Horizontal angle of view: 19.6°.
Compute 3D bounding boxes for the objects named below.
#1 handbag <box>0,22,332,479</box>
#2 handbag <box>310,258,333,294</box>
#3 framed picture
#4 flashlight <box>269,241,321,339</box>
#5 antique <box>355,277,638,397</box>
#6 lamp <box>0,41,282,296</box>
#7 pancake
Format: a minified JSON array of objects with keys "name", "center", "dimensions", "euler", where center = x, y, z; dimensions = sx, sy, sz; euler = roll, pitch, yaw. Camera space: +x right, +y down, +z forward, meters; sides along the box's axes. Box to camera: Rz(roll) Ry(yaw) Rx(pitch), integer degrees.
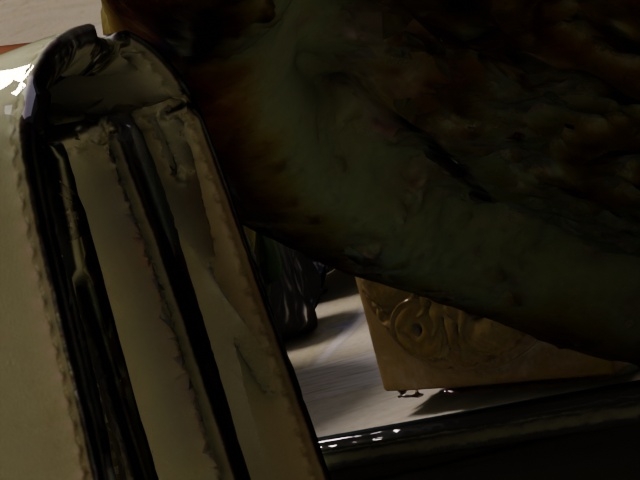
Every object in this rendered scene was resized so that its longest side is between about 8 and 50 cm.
[{"name":"handbag","center":[-0.189,0.089,0.605],"dimensions":[0.358,0.237,0.160],"euler":[-15,6,21]},{"name":"handbag","center":[-0.019,-0.078,1.445],"dimensions":[0.127,0.229,0.208],"euler":[-1,15,17]},{"name":"framed picture","center":[0.072,0.071,0.725],"dimensions":[0.347,0.016,0.265],"euler":[-14,-6,30]},{"name":"flashlight","center":[-0.201,0.074,1.334],"dimensions":[0.424,0.103,0.103],"euler":[-17,7,20]},{"name":"antique","center":[0.100,-0.005,0.948],"dimensions":[0.146,0.152,0.148],"euler":[-10,8,37]},{"name":"lamp","center":[-0.164,0.019,1.114],"dimensions":[0.250,0.250,0.284],"euler":[-23,-16,-34]},{"name":"pancake","center":[0.090,-0.023,0.688],"dimensions":[0.305,0.067,0.427],"euler":[5,-21,20]}]
